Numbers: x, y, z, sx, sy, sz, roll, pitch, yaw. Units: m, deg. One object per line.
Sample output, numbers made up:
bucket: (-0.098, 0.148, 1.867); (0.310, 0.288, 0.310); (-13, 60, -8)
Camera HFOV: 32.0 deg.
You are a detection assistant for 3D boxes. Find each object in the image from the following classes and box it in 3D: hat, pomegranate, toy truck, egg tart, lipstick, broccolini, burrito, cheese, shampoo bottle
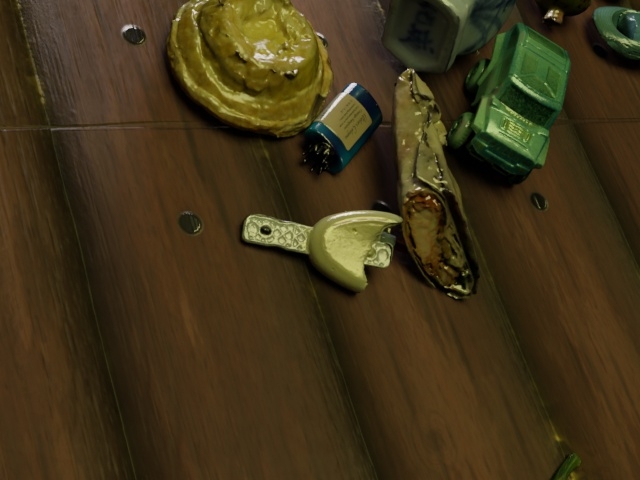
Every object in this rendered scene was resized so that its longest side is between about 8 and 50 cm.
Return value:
hat: (0.632, -0.409, 2.256); (0.190, 0.078, 0.138); (8, 47, -3)
pomegranate: (0.479, -0.488, 2.191); (0.130, 0.130, 0.130); (14, 55, -21)
toy truck: (0.333, -0.237, 1.920); (0.155, 0.156, 0.279); (30, 49, -10)
egg tart: (-0.096, -0.297, 1.743); (0.290, 0.115, 0.290); (14, 56, -23)
lipstick: (0.087, -0.006, 1.714); (0.129, 0.030, 0.030); (21, 53, -18)
broccolini: (0.328, 0.391, 1.598); (0.054, 0.051, 0.239); (37, 43, 3)
burrito: (0.167, -0.092, 1.742); (0.175, 0.107, 0.348); (36, 41, -56)
cheese: (0.000, 0.000, 1.638); (0.235, 0.050, 0.127); (13, 81, -13)
shampoo bottle: (0.031, -0.172, 1.771); (0.087, 0.050, 0.183); (53, 48, -17)

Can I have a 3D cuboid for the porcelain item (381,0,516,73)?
porcelain item: (0.263, -0.472, 1.979); (0.178, 0.243, 0.405); (27, 51, 12)
